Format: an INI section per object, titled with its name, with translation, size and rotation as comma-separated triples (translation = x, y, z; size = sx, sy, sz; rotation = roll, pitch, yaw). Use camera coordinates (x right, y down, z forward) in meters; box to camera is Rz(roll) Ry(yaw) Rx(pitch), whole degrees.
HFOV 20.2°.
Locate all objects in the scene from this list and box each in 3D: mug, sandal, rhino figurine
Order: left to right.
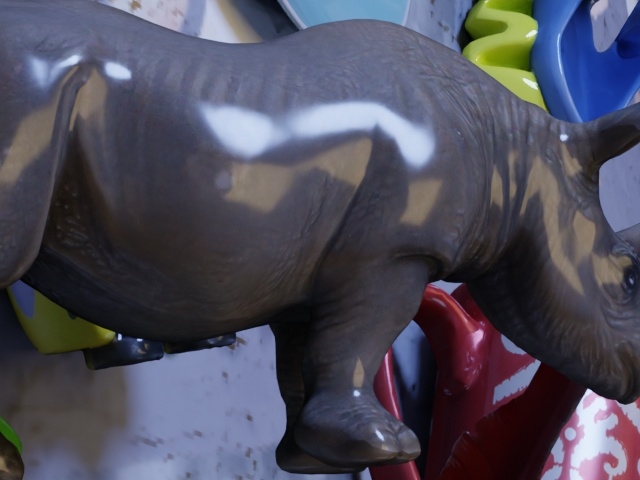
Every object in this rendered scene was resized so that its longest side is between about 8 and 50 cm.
[rhino figurine]
translation = 0.000, 0.000, 0.416
size = 0.243, 0.073, 0.106
rotation = 1, 81, -29
[mug]
translation = 0.074, 0.104, 0.743
size = 0.113, 0.150, 0.169
rotation = 105, -1, -55
[sandal]
translation = 0.154, -0.172, 0.959
size = 0.126, 0.138, 0.317
rotation = 39, 44, -50

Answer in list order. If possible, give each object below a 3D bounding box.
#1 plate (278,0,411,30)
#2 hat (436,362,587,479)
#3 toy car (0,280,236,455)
[plate]
translation = -0.010, -0.162, 0.744
size = 0.188, 0.024, 0.188
rotation = 35, 50, -55
[hat]
translation = 0.050, 0.142, 0.548
size = 0.208, 0.183, 0.173
rotation = 47, 38, -47
[toy car]
translation = -0.102, 0.025, 0.443
size = 0.239, 0.053, 0.225
rotation = 48, 39, -45
